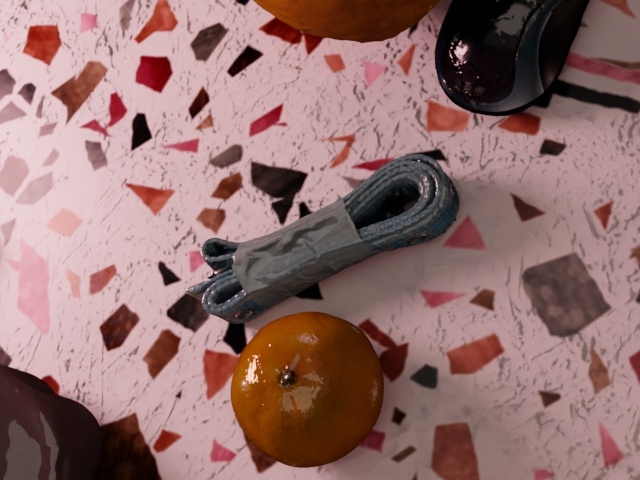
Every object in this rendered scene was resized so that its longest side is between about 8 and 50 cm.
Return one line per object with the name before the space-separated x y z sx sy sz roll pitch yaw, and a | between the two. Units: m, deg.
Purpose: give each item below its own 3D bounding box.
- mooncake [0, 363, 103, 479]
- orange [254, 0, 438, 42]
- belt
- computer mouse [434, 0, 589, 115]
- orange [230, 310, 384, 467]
mooncake | -0.356 0.251 1.179 0.245 0.133 0.244 -6 73 19
orange | 0.035 -0.370 1.090 0.293 0.340 0.340 34 89 -8
belt | 0.000 0.000 1.153 0.302 0.072 0.087 -24 72 11
computer mouse | 0.200 -0.243 1.132 0.137 0.096 0.233 23 85 25
orange | -0.015 0.146 1.087 0.156 0.124 0.156 -5 77 21
